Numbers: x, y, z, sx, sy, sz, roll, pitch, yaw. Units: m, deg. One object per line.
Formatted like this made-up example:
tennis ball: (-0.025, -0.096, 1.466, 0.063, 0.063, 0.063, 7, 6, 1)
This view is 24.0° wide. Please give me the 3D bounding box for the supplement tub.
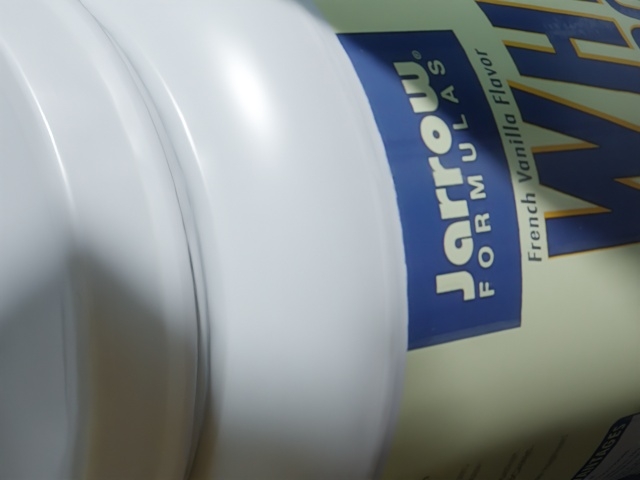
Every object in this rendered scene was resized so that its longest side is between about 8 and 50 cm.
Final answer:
supplement tub: (0.000, 0.000, 0.552, 0.235, 0.325, 0.235, 11, 105, 48)
